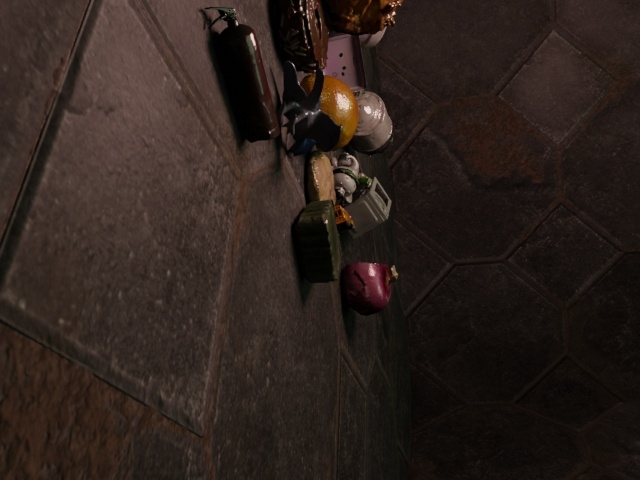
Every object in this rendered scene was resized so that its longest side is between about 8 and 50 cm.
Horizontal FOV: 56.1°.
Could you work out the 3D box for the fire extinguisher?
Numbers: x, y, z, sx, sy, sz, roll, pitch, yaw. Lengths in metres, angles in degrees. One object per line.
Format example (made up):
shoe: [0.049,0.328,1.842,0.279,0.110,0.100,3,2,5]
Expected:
fire extinguisher: [-0.146,-0.312,1.127,0.089,0.072,0.268,-37,131,-30]

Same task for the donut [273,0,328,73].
donut: [-0.047,-0.563,1.555,0.269,0.103,0.270,-2,90,-77]

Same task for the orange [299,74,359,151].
orange: [0.024,-0.348,1.647,0.237,0.158,0.179,55,28,-63]

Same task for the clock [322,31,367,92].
clock: [0.063,-0.566,1.921,0.073,0.144,0.194,-96,175,-57]

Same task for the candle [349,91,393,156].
candle: [0.159,-0.449,2.223,0.330,0.187,0.188,40,46,-70]

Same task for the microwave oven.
microwave oven: [0.152,-0.119,2.103,0.122,0.162,0.208,55,20,-11]

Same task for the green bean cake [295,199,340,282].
green bean cake: [0.000,0.000,1.571,0.185,0.094,0.184,-65,147,-66]

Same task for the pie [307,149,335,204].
pie: [0.002,-0.167,1.728,0.218,0.052,0.185,-52,137,-69]

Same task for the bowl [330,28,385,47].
bowl: [0.095,-0.785,2.005,0.287,0.143,0.287,168,-90,-68]

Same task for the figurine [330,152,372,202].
figurine: [0.076,-0.205,1.934,0.147,0.126,0.192,37,46,-24]

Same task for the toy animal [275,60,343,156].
toy animal: [-0.036,-0.297,1.423,0.239,0.255,0.176,50,34,16]

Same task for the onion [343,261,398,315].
onion: [0.161,0.165,2.054,0.207,0.200,0.201,159,-73,-82]

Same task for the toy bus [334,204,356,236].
toy bus: [0.060,-0.062,1.891,0.162,0.069,0.074,29,41,-76]

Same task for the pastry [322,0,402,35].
pastry: [0.084,-0.758,1.721,0.337,0.292,0.405,112,-37,-52]
